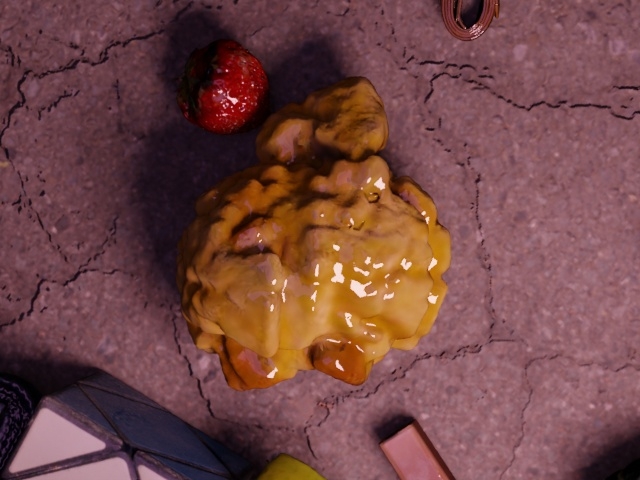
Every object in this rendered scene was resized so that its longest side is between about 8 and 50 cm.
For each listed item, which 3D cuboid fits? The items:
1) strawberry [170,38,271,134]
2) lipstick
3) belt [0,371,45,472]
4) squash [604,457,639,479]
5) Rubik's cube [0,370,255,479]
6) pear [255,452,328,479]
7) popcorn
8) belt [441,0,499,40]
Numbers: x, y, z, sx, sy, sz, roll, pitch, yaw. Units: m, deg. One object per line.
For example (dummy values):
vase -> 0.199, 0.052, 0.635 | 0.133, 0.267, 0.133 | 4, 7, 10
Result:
strawberry -> -0.093, -0.154, 1.900 | 0.106, 0.106, 0.106 | 1, 93, 9
lipstick -> 0.117, 0.256, 1.907 | 0.045, 0.045, 0.145 | -34, 87, 11
belt -> -0.374, 0.233, 1.947 | 0.122, 0.128, 0.218 | 34, 89, -3
squash -> 0.366, 0.321, 1.807 | 0.252, 0.165, 0.252 | 0, 91, 11
Rubik's cube -> -0.213, 0.277, 1.883 | 0.205, 0.205, 0.207 | 30, 96, 7
pear -> -0.027, 0.392, 1.838 | 0.239, 0.139, 0.288 | 32, 122, 7
popcorn -> 0.000, 0.000, 1.833 | 0.265, 0.225, 0.332 | 18, 84, 13
belt -> 0.152, -0.243, 1.879 | 0.059, 0.036, 0.083 | 7, 96, 8
